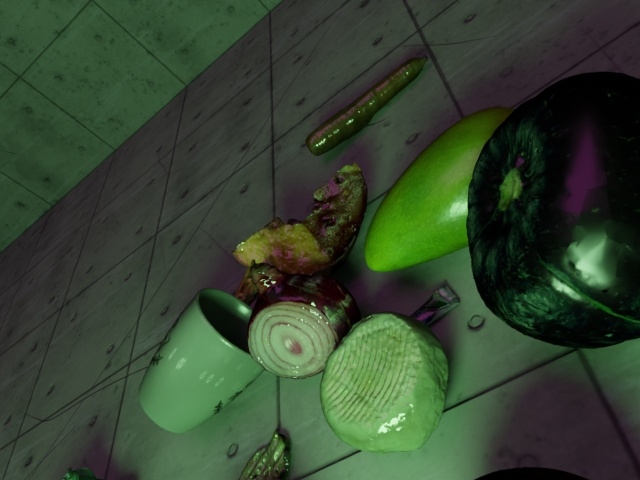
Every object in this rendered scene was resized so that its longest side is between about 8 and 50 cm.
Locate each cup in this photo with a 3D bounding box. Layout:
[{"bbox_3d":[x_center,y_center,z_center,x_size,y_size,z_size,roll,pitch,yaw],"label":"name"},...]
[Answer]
[{"bbox_3d":[-0.216,0.226,1.132,0.234,0.186,0.258,-49,3,14],"label":"cup"}]

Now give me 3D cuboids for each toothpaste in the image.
[{"bbox_3d":[0.141,0.136,0.910,0.170,0.028,0.045,-41,41,6],"label":"toothpaste"}]

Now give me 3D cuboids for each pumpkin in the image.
[{"bbox_3d":[0.315,-0.026,0.684,0.315,0.238,0.315,-163,90,-72],"label":"pumpkin"}]

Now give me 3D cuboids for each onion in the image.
[{"bbox_3d":[-0.043,0.112,0.981,0.195,0.218,0.140,-29,11,38],"label":"onion"}]

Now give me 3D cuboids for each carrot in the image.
[{"bbox_3d":[0.110,-0.314,1.362,0.342,0.070,0.070,-37,35,8],"label":"carrot"}]

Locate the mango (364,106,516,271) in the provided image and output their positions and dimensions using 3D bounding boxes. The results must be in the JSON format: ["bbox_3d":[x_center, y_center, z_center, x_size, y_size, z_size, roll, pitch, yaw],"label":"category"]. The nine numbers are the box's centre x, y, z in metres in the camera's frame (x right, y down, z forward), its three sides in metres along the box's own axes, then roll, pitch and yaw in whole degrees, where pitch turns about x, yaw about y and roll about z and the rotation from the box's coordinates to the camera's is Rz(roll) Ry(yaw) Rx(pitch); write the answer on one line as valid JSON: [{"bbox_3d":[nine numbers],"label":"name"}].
[{"bbox_3d":[0.205,-0.068,0.924,0.343,0.156,0.192,-43,26,16],"label":"mango"}]

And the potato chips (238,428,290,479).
[{"bbox_3d":[-0.118,0.403,0.940,0.207,0.028,0.092,-49,32,-3],"label":"potato chips"}]

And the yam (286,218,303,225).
[{"bbox_3d":[-0.053,0.016,1.218,0.069,0.069,0.146,-4,61,47],"label":"yam"}]

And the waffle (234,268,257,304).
[{"bbox_3d":[-0.136,0.107,1.260,0.125,0.032,0.191,-2,58,46],"label":"waffle"}]

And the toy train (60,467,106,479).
[{"bbox_3d":[-0.412,0.582,0.998,0.253,0.160,0.397,-59,34,1],"label":"toy train"}]

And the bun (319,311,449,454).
[{"bbox_3d":[0.096,0.200,0.817,0.195,0.118,0.195,-26,46,31],"label":"bun"}]

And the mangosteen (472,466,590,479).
[{"bbox_3d":[0.192,0.318,0.526,0.228,0.228,0.265,-60,2,-16],"label":"mangosteen"}]

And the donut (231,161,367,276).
[{"bbox_3d":[0.000,0.000,1.120,0.295,0.112,0.151,-38,66,-8],"label":"donut"}]
